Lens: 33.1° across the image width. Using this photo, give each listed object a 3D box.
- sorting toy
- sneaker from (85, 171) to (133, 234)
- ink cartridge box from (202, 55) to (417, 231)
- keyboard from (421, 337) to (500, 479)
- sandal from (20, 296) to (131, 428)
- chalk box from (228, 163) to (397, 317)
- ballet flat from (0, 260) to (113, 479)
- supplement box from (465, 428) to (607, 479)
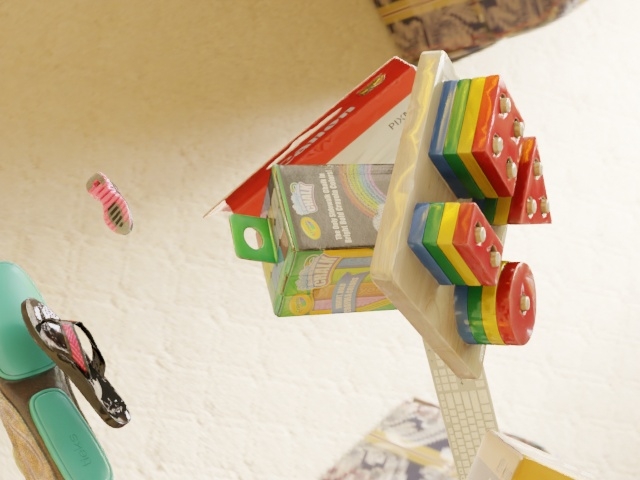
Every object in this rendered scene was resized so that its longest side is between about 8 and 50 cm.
[{"bbox_3d":[0.165,-0.020,1.109,0.255,0.089,0.257,48,49,-50],"label":"sorting toy"},{"bbox_3d":[-0.318,-0.054,1.680,0.047,0.057,0.119,-37,64,8],"label":"sneaker"},{"bbox_3d":[0.040,-0.097,1.430,0.308,0.385,0.091,-39,83,12],"label":"ink cartridge box"},{"bbox_3d":[0.198,0.237,1.429,0.014,0.072,0.256,-43,121,-59],"label":"keyboard"},{"bbox_3d":[-0.262,0.127,1.191,0.040,0.067,0.179,-44,81,14],"label":"sandal"},{"bbox_3d":[0.000,0.000,1.250,0.213,0.132,0.132,-2,52,-15],"label":"chalk box"},{"bbox_3d":[-0.339,0.177,1.228,0.107,0.106,0.316,-6,63,-45],"label":"ballet flat"},{"bbox_3d":[0.138,0.241,0.686,0.129,0.191,0.194,23,86,4],"label":"supplement box"}]
